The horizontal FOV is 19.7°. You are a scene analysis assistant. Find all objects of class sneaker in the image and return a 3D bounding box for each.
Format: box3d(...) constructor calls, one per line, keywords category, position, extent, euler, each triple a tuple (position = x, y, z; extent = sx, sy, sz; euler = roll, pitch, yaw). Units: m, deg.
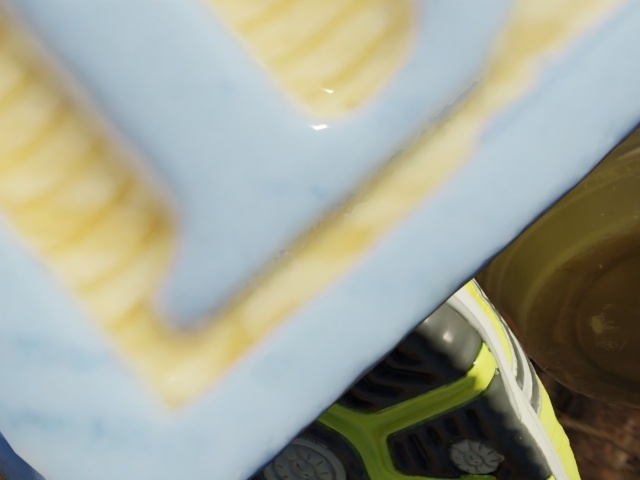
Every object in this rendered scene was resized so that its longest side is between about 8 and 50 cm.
box3d(category="sneaker", position=(0.000, 0.000, 0.777), extent=(0.145, 0.147, 0.384), euler=(-24, 112, 33))

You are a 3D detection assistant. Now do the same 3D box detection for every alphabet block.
box3d(category="alphabet block", position=(-0.047, -0.056, 0.424), extent=(0.193, 0.197, 0.192), euler=(-39, 94, -16))

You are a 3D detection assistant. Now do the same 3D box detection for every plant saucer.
box3d(category="plant saucer", position=(0.212, 0.020, 0.891), extent=(0.278, 0.278, 0.041), euler=(17, 55, -26))
